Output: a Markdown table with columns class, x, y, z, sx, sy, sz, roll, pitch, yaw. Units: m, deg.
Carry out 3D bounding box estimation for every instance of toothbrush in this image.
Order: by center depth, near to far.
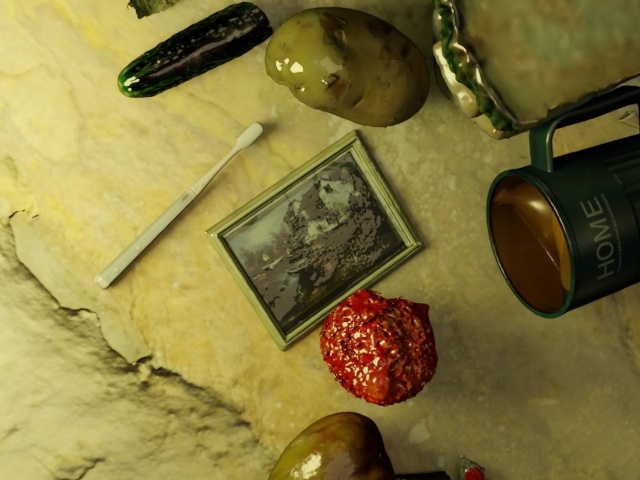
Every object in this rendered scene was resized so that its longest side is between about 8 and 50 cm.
| class | x | y | z | sx | sy | sz | roll | pitch | yaw |
| --- | --- | --- | --- | --- | --- | --- | --- | --- | --- |
| toothbrush | -0.209 | -0.055 | 1.684 | 0.342 | 0.030 | 0.025 | -47 | 107 | -10 |

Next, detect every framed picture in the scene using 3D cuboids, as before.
| class | x | y | z | sx | sy | sz | roll | pitch | yaw |
| --- | --- | --- | --- | --- | --- | --- | --- | --- | --- |
| framed picture | 0.000 | 0.000 | 1.769 | 0.296 | 0.019 | 0.232 | -36 | 105 | -13 |

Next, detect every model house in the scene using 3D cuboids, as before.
| class | x | y | z | sx | sy | sz | roll | pitch | yaw |
| --- | --- | --- | --- | --- | --- | --- | --- | --- | --- |
| model house | 0.287 | -0.393 | 1.664 | 0.395 | 0.400 | 0.446 | -28 | 92 | -6 |

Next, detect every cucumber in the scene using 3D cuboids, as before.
| class | x | y | z | sx | sy | sz | roll | pitch | yaw |
| --- | --- | --- | --- | --- | --- | --- | --- | --- | --- |
| cucumber | -0.187 | -0.275 | 1.652 | 0.241 | 0.074 | 0.075 | -30 | 104 | -13 |

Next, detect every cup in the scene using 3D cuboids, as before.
| class | x | y | z | sx | sy | sz | roll | pitch | yaw |
| --- | --- | --- | --- | --- | --- | --- | --- | --- | --- |
| cup | 0.441 | -0.063 | 1.813 | 0.292 | 0.242 | 0.308 | -17 | 82 | -18 |

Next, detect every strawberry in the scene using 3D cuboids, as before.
| class | x | y | z | sx | sy | sz | roll | pitch | yaw |
| --- | --- | --- | --- | --- | --- | --- | --- | --- | --- |
| strawberry | 0.094 | 0.177 | 1.727 | 0.184 | 0.201 | 0.187 | -19 | 118 | 8 |

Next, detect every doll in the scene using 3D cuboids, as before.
| class | x | y | z | sx | sy | sz | roll | pitch | yaw |
| --- | --- | --- | --- | --- | --- | --- | --- | --- | --- |
| doll | 0.254 | 0.396 | 1.884 | 0.057 | 0.039 | 0.114 | -20 | 114 | 13 |

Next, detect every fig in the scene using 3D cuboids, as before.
| class | x | y | z | sx | sy | sz | roll | pitch | yaw |
| --- | --- | --- | --- | --- | --- | --- | --- | --- | --- |
| fig | -0.024 | 0.364 | 1.742 | 0.274 | 0.145 | 0.170 | -13 | 90 | -1 |

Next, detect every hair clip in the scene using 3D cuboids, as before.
| class | x | y | z | sx | sy | sz | roll | pitch | yaw |
| --- | --- | --- | --- | --- | --- | --- | --- | --- | --- |
| hair clip | 0.617 | -0.205 | 1.959 | 0.225 | 0.034 | 0.072 | -12 | 99 | -17 |

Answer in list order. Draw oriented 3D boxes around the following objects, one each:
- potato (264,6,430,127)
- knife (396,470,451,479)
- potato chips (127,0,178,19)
| class | x | y | z | sx | sy | sz | roll | pitch | yaw |
| --- | --- | --- | --- | --- | --- | --- | --- | --- | --- |
| potato | 0.044 | -0.262 | 1.695 | 0.262 | 0.165 | 0.165 | 9 | 92 | -26 |
| knife | 0.103 | 0.408 | 1.840 | 0.230 | 0.028 | 0.060 | 2 | 97 | -16 |
| potato chips | -0.261 | -0.439 | 1.634 | 0.202 | 0.029 | 0.220 | -28 | 101 | -18 |
